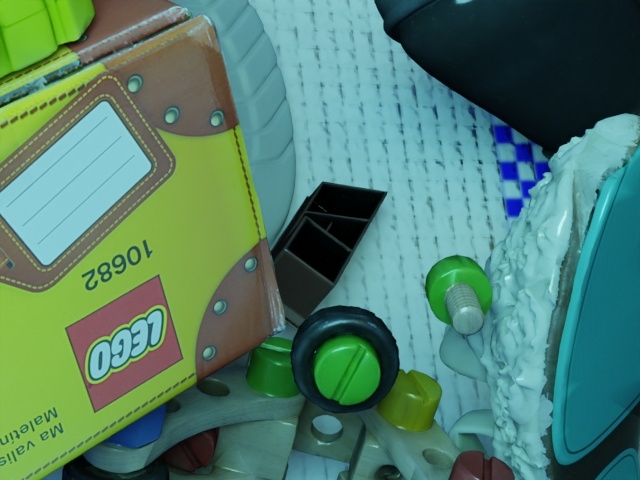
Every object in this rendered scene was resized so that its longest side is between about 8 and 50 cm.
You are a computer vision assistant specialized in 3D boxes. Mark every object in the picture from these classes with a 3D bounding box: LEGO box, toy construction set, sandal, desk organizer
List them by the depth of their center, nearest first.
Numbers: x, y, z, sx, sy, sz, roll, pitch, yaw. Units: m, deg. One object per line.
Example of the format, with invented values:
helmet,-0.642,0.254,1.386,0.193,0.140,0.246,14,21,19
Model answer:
LEGO box,-0.334,0.021,0.692,0.500,0.372,0.193,-30,127,-25
toy construction set,-0.012,0.153,0.870,0.257,0.237,0.309,-11,109,1
desk organizer,0.000,0.000,0.975,0.047,0.050,0.130,37,37,-4
sandal,-0.149,-0.170,0.989,0.169,0.102,0.416,-33,98,-40

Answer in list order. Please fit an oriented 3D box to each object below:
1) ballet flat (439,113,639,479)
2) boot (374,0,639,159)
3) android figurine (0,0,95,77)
ballet flat,0.133,0.113,0.860,0.147,0.147,0.409,-17,120,-24
boot,0.236,0.009,0.958,0.367,0.146,0.445,-7,72,-58
android figurine,-0.201,-0.127,0.646,0.248,0.273,0.056,-17,121,-7
